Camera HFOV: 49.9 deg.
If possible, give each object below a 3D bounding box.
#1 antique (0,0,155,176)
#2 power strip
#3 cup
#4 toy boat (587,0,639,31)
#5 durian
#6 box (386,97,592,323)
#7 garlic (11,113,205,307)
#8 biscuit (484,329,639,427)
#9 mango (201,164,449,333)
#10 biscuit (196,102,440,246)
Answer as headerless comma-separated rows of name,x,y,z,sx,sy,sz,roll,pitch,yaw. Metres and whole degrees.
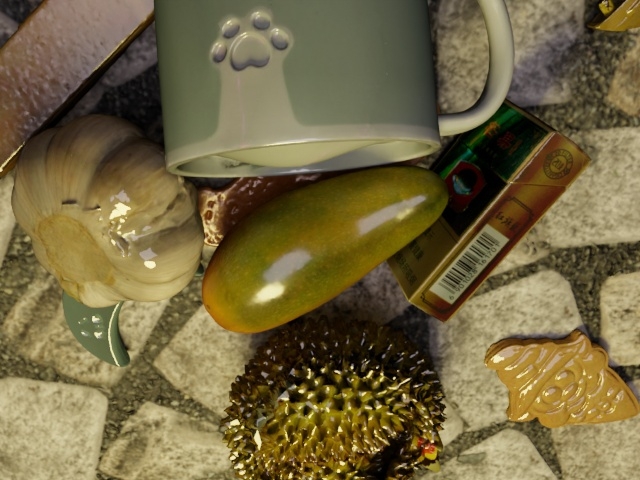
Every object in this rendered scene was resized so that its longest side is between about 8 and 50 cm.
antique,-0.286,-0.190,0.742,0.310,0.093,0.087,-42,107,12
power strip,-0.243,0.054,0.867,0.137,0.044,0.216,35,106,-14
cup,0.021,-0.212,0.654,0.357,0.259,0.274,-6,91,-16
toy boat,0.370,-0.327,0.743,0.088,0.068,0.226,33,109,-9
durian,0.023,0.211,0.852,0.293,0.258,0.258,-11,112,-10
box,0.174,-0.042,0.794,0.071,0.159,0.240,32,106,-22
garlic,-0.221,-0.033,0.738,0.228,0.152,0.227,17,126,24
biscuit,0.346,0.203,0.969,0.250,0.035,0.162,20,113,-12
mango,-0.001,0.002,0.760,0.289,0.146,0.129,-25,71,-1
biscuit,0.004,-0.075,0.828,0.324,0.049,0.205,-42,109,13
